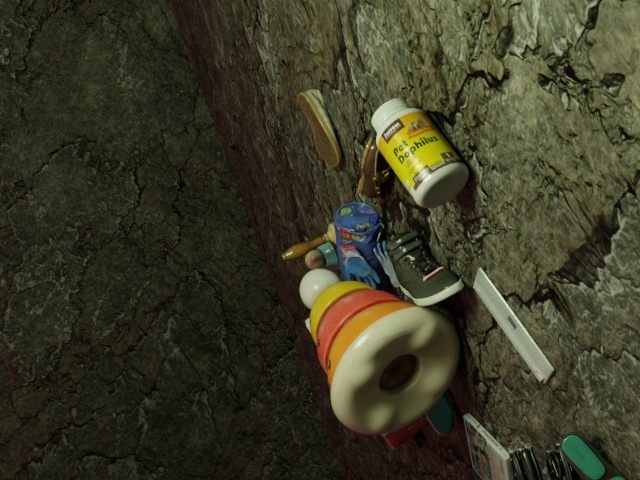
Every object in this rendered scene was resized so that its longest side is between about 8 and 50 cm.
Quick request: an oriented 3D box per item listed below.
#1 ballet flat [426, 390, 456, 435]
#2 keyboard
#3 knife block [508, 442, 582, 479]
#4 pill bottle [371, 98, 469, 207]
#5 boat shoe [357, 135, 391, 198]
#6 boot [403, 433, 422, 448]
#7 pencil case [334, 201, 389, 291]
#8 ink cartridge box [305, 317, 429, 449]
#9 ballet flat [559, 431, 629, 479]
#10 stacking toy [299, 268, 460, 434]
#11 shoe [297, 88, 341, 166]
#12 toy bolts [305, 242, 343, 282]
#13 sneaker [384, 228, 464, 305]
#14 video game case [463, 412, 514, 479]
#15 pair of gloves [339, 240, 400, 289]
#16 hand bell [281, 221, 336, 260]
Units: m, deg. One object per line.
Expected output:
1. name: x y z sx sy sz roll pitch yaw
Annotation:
1. ballet flat: 0.305 0.407 2.112 0.240 0.091 0.077 68 -164 11
2. keyboard: 0.384 0.169 1.566 0.256 0.014 0.072 58 158 28
3. knife block: 0.437 0.536 1.499 0.242 0.275 0.088 31 155 14
4. pill bottle: 0.187 -0.175 1.523 0.215 0.117 0.117 58 163 28
5. boat shoe: 0.135 -0.169 1.842 0.073 0.073 0.207 23 155 12
6. boot: 0.230 0.558 2.551 0.263 0.091 0.228 12 124 70
7. pencil case: 0.115 0.039 2.115 0.133 0.119 0.306 8 134 19
8. ink cartridge box: 0.143 0.377 2.250 0.279 0.160 0.384 53 177 48
9. ballet flat: 0.514 0.435 1.413 0.203 0.074 0.074 53 161 24
10. stacking toy: 0.087 0.223 1.974 0.480 0.351 0.350 43 152 50
11. shoe: 0.011 -0.305 2.101 0.077 0.058 0.219 -11 107 55
12. toy bolts: 0.054 0.108 2.351 0.218 0.159 0.228 34 145 65
13. sneaker: 0.222 0.055 1.771 0.146 0.105 0.296 64 171 -10
14. video game case: 0.431 0.561 1.972 0.183 0.023 0.201 44 154 56
15. pair of gloves: 0.144 0.069 2.024 0.198 0.023 0.159 -5 129 31
16. hand bell: 0.000 0.000 2.213 0.126 0.242 0.126 60 164 29
